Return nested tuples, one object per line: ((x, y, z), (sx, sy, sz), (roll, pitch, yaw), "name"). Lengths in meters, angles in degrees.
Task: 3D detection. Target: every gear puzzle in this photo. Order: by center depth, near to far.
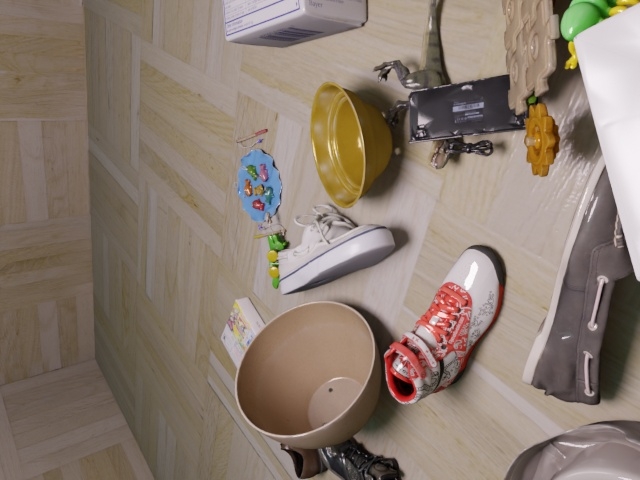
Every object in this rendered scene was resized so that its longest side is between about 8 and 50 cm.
((0.256, -0.243, 0.566), (0.044, 0.175, 0.339), (-3, 89, 7), "gear puzzle")

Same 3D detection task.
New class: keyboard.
((0.213, -0.172, 0.700), (0.180, 0.023, 0.108), (-1, 91, 31), "keyboard")

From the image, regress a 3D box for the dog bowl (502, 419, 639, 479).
((0.399, 0.385, 0.591), (0.349, 0.102, 0.348), (16, 111, 49), "dog bowl")

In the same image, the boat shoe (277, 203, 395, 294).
((0.007, -0.001, 0.978), (0.367, 0.136, 0.156), (-33, 70, 60), "boat shoe")

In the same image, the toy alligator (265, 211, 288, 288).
((-0.097, 0.024, 1.167), (0.051, 0.056, 0.189), (-2, 101, 11), "toy alligator")

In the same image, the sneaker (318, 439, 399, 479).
((0.086, 0.465, 1.022), (0.227, 0.087, 0.130), (46, 130, 30), "sneaker")

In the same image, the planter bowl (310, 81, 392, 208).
((0.064, -0.171, 0.860), (0.217, 0.090, 0.217), (167, 90, -71), "planter bowl")

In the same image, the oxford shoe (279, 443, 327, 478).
((-0.056, 0.465, 1.192), (0.083, 0.096, 0.227), (-34, 71, 52), "oxford shoe")

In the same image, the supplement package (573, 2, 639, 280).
((0.370, -0.099, 0.370), (0.199, 0.263, 0.198), (-16, 87, 52), "supplement package")

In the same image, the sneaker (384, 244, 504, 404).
((0.186, 0.140, 0.761), (0.090, 0.145, 0.270), (38, 127, 40), "sneaker")

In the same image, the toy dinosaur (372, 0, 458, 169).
((0.152, -0.243, 0.775), (0.118, 0.064, 0.268), (-4, 96, 37), "toy dinosaur")

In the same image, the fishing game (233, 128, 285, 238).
((-0.164, -0.135, 1.219), (0.189, 0.041, 0.264), (-3, 97, 49), "fishing game")

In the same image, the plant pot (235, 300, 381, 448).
((0.003, 0.289, 0.970), (0.284, 0.284, 0.191), (26, 155, 46), "plant pot")

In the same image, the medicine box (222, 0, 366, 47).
((-0.059, -0.529, 0.894), (0.263, 0.149, 0.289), (12, 108, 50), "medicine box")

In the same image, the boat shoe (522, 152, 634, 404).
((0.336, 0.057, 0.594), (0.095, 0.112, 0.335), (20, 121, 29), "boat shoe")

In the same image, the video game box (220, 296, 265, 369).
((-0.197, 0.293, 1.363), (0.205, 0.048, 0.187), (53, 137, 29), "video game box")

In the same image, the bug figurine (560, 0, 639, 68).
((0.314, -0.277, 0.426), (0.072, 0.216, 0.279), (37, 165, -11), "bug figurine")
